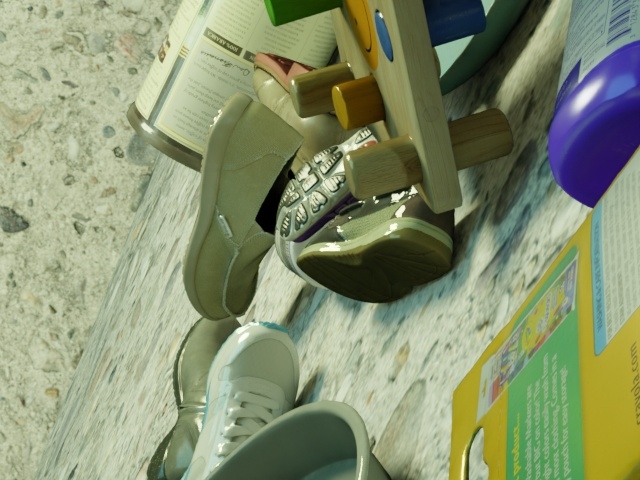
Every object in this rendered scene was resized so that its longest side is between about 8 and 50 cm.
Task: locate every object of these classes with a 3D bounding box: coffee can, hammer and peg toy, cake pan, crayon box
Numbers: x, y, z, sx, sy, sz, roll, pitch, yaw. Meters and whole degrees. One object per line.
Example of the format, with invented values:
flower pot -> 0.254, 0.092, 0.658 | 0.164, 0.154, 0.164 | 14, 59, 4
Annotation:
coffee can -> -0.092, -0.232, 2.200 | 0.275, 0.201, 0.201 | -62, 12, 17
hammer and peg toy -> 0.026, -0.220, 1.301 | 0.266, 0.127, 0.361 | -121, 16, -63
cake pan -> -0.051, 0.247, 1.263 | 0.293, 0.054, 0.293 | -44, 20, 20
crayon box -> 0.166, 0.045, 0.789 | 0.323, 0.083, 0.203 | -57, 15, 36

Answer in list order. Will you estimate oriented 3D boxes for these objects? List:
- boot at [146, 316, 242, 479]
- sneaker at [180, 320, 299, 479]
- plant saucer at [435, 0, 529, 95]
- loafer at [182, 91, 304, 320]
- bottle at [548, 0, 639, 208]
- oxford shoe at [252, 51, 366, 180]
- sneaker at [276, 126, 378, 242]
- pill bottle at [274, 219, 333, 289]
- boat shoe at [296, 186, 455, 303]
boot -> -0.081, 0.146, 1.774 | 0.161, 0.083, 0.247 | -40, 26, 40
sneaker -> -0.070, 0.185, 1.596 | 0.092, 0.087, 0.229 | -144, 71, -71
plant saucer -> 0.138, -0.260, 1.550 | 0.317, 0.043, 0.318 | -161, 90, -73
loafer -> -0.072, -0.017, 1.749 | 0.102, 0.092, 0.269 | -54, -21, -44
bottle -> 0.195, -0.144, 1.006 | 0.118, 0.092, 0.283 | -52, 18, 48
oxford shoe -> -0.025, -0.120, 1.888 | 0.348, 0.123, 0.130 | -134, 63, -79
sneaker -> 0.038, -0.048, 1.499 | 0.170, 0.071, 0.068 | -36, 35, 9
pill bottle -> 0.000, 0.000, 1.635 | 0.078, 0.078, 0.137 | -66, 12, 1
boat shoe -> 0.052, -0.002, 1.427 | 0.073, 0.080, 0.223 | -64, 16, -17
